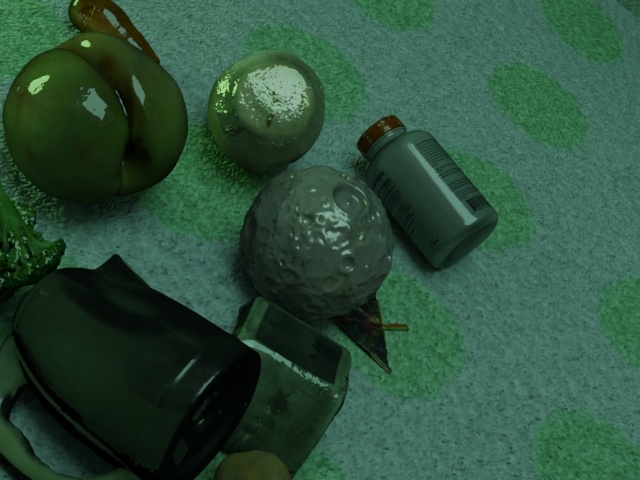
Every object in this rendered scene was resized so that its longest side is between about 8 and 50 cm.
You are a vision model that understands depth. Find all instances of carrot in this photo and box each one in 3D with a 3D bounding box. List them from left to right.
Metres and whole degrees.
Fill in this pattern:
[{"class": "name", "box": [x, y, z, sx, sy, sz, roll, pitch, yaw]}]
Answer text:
[{"class": "carrot", "box": [-0.375, -0.378, 1.968, 0.193, 0.087, 0.087, 41, 44, 6]}]

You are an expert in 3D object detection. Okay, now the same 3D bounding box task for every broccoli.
[{"class": "broccoli", "box": [-0.496, -0.041, 1.487, 0.269, 0.269, 0.254, 51, 33, 15]}]

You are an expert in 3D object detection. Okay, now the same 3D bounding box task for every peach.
[{"class": "peach", "box": [-0.362, -0.191, 1.710, 0.292, 0.247, 0.292, -1, 42, 1]}]

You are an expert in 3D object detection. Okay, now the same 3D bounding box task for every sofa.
[{"class": "sofa", "box": [-0.074, 0.222, 1.647, 0.210, 0.176, 0.225, 31, 15, -6]}]

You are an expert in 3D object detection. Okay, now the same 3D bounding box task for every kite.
[{"class": "kite", "box": [0.088, 0.144, 1.862, 0.159, 0.010, 0.190, 13, 50, -25]}]

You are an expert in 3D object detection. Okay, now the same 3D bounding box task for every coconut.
[{"class": "coconut", "box": [-0.095, -0.229, 1.929, 0.224, 0.234, 0.224, 1, 79, -7]}]

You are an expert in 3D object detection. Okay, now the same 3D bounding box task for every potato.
[{"class": "potato", "box": [-0.093, 0.367, 1.489, 0.119, 0.109, 0.178, -14, 43, 11]}]

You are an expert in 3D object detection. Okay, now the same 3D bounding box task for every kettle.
[{"class": "kettle", "box": [-0.297, 0.193, 1.447, 0.324, 0.228, 0.321, 32, 74, 17]}]

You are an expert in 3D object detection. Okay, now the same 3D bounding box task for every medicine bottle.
[{"class": "medicine bottle", "box": [0.191, -0.101, 2.027, 0.157, 0.157, 0.288, -21, 67, -42]}]

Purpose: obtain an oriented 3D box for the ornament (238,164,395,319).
[{"class": "ornament", "box": [0.000, 0.000, 1.774, 0.259, 0.225, 0.259, 17, 46, -18]}]
